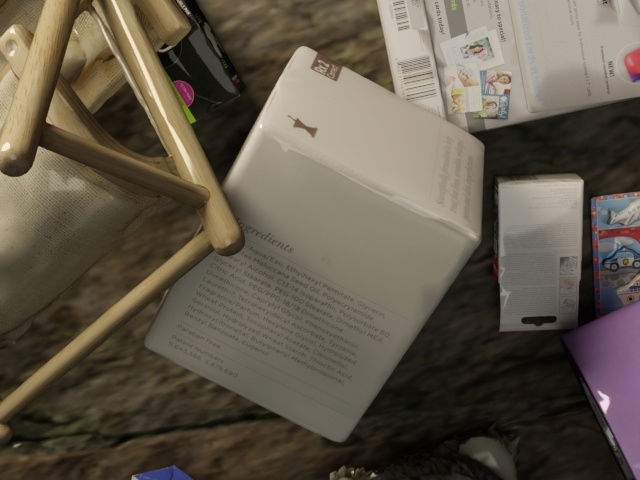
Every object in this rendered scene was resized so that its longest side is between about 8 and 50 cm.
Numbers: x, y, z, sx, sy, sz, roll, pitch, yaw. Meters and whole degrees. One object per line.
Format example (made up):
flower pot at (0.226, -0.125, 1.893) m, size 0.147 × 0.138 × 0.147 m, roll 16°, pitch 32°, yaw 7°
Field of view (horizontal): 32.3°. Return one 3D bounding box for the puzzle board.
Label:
puzzle board at (0.269, 0.007, 0.830) m, size 0.128 × 0.011 × 0.096 m, roll -6°, pitch 104°, yaw 2°

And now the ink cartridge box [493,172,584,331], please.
ink cartridge box at (0.161, 0.009, 0.823) m, size 0.063 × 0.029 × 0.115 m, roll -2°, pitch 106°, yaw 0°

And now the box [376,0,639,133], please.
box at (0.137, -0.155, 0.775) m, size 0.186 × 0.038 × 0.145 m, roll -12°, pitch 105°, yaw 5°

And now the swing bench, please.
swing bench at (-0.207, -0.050, 0.690) m, size 0.253 × 0.254 × 0.165 m, roll -37°, pitch 140°, yaw 28°

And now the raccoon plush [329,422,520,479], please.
raccoon plush at (0.102, 0.363, 0.878) m, size 0.216 × 0.299 × 0.446 m, roll -8°, pitch 137°, yaw -13°

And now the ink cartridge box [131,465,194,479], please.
ink cartridge box at (-0.119, 0.292, 0.863) m, size 0.097 × 0.046 × 0.207 m, roll 24°, pitch 109°, yaw 41°

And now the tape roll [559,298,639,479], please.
tape roll at (0.244, 0.136, 0.772) m, size 0.080 × 0.189 × 0.189 m, roll -26°, pitch 103°, yaw 7°

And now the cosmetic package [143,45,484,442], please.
cosmetic package at (0.000, 0.000, 0.740) m, size 0.151 × 0.151 × 0.183 m, roll 28°, pitch 119°, yaw -6°

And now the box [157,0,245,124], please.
box at (-0.100, -0.125, 0.778) m, size 0.062 × 0.052 × 0.083 m, roll -29°, pitch 101°, yaw 8°
